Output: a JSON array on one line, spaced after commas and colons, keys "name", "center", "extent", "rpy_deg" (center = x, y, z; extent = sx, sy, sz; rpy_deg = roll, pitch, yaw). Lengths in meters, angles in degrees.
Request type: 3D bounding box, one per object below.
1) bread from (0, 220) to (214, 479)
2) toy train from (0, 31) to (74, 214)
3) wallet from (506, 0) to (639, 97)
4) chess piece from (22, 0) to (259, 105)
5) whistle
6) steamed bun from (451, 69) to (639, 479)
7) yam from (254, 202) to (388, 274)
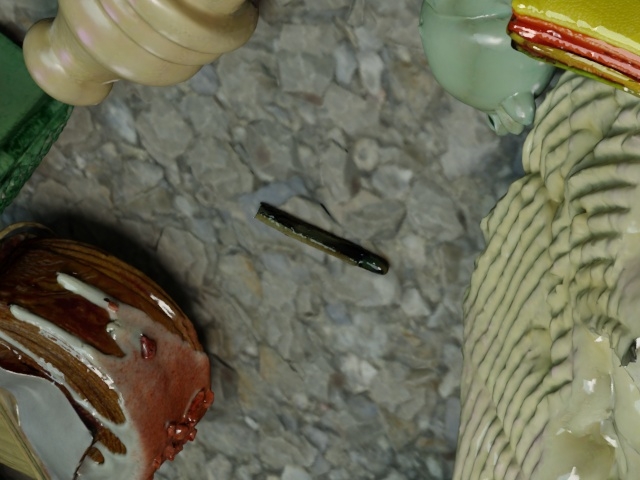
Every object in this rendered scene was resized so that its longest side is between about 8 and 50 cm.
[{"name": "bread", "center": [-0.188, 0.091, 1.258], "extent": [0.212, 0.142, 0.224], "rpy_deg": [0, 126, 35]}, {"name": "toy train", "center": [-0.312, -0.071, 1.158], "extent": [0.202, 0.266, 0.145], "rpy_deg": [37, 131, -6]}, {"name": "wallet", "center": [0.202, -0.169, 0.813], "extent": [0.141, 0.241, 0.067], "rpy_deg": [25, 160, 13]}, {"name": "chess piece", "center": [-0.095, -0.171, 1.060], "extent": [0.307, 0.138, 0.124], "rpy_deg": [-26, 71, 42]}, {"name": "whistle", "center": [0.098, -0.169, 0.951], "extent": [0.092, 0.110, 0.244], "rpy_deg": [-13, 120, -9]}, {"name": "steamed bun", "center": [0.205, 0.047, 0.923], "extent": [0.206, 0.275, 0.320], "rpy_deg": [10, 146, -18]}, {"name": "yam", "center": [0.000, 0.000, 1.165], "extent": [0.107, 0.014, 0.014], "rpy_deg": [25, 128, 17]}]
